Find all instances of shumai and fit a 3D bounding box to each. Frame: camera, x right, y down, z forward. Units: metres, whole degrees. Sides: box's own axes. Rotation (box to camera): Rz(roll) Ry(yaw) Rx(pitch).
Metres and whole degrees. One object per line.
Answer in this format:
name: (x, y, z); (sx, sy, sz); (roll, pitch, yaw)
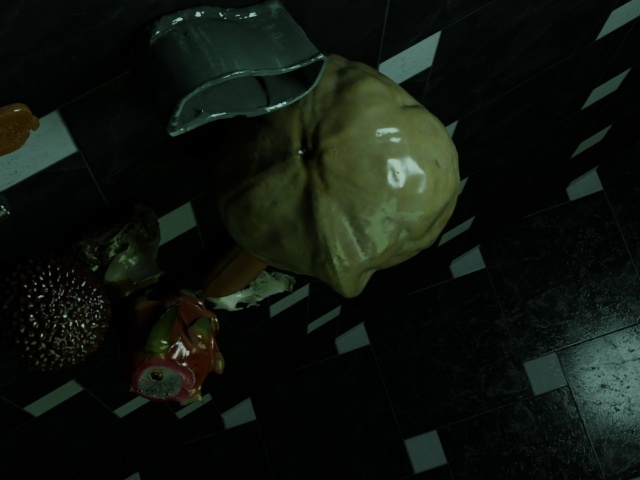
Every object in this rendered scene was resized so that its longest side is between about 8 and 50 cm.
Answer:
shumai: (-0.292, 0.021, 1.532); (0.146, 0.116, 0.145); (-30, 155, -15)

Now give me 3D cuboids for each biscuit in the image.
biscuit: (-0.357, -0.127, 1.134); (0.078, 0.015, 0.091); (-24, 163, -36)

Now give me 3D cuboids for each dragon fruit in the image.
dragon fruit: (-0.293, 0.198, 1.939); (0.224, 0.227, 0.224); (-3, 137, -3)

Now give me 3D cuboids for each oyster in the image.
oyster: (-0.151, 0.092, 2.079); (0.209, 0.071, 0.133); (-26, 152, 35)

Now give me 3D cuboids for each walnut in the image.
walnut: (0.022, -0.092, 1.450); (0.381, 0.381, 0.381); (-31, 165, -9)

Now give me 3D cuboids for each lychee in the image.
lychee: (-0.403, 0.102, 1.465); (0.188, 0.188, 0.188); (-31, 165, -9)

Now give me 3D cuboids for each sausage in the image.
sausage: (-0.137, 0.017, 1.893); (0.105, 0.105, 0.274); (-16, 158, -48)

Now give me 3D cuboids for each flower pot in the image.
flower pot: (-0.107, -0.214, 1.195); (0.229, 0.108, 0.103); (-22, 162, -40)

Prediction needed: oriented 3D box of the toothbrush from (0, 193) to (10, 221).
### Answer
toothbrush: (-0.549, 0.048, 1.247); (0.364, 0.041, 0.041); (-32, 165, -3)

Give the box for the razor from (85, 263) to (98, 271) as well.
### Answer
razor: (-0.395, 0.060, 1.617); (0.211, 0.036, 0.084); (-34, 167, 7)

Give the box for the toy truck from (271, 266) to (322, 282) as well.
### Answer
toy truck: (0.000, 0.000, 2.092); (0.165, 0.147, 0.224); (-10, -173, 45)
